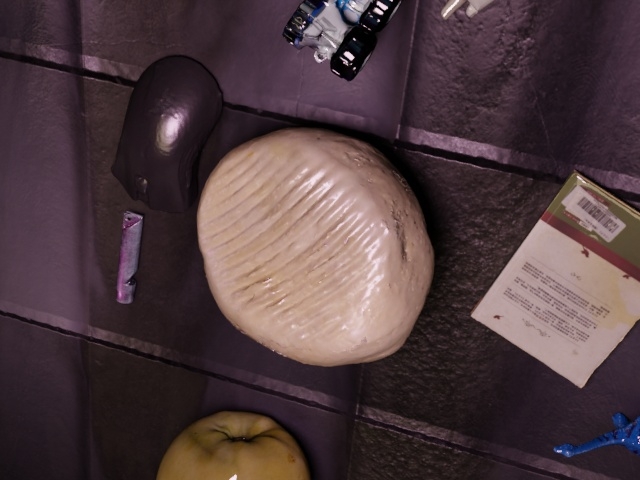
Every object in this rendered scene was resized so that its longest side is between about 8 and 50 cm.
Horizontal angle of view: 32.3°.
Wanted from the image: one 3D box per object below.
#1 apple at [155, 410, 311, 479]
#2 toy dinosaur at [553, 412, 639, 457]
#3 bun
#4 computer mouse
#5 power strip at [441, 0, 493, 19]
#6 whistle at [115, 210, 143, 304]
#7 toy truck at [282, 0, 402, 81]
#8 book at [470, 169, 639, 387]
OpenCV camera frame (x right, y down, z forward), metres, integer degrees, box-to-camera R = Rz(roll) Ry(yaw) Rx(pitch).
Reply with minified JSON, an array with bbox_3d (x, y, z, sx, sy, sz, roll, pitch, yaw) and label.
[{"bbox_3d":[-0.146,0.414,1.830,0.263,0.262,0.262,9,119,17],"label":"apple"},{"bbox_3d":[0.495,0.277,1.580,0.329,0.144,0.076,6,115,4],"label":"toy dinosaur"},{"bbox_3d":[0.000,0.000,1.569,0.362,0.234,0.326,35,118,20],"label":"bun"},{"bbox_3d":[-0.244,-0.149,1.671,0.147,0.088,0.264,25,126,11],"label":"computer mouse"},{"bbox_3d":[0.255,-0.358,1.351,0.288,0.093,0.053,-32,105,31],"label":"power strip"},{"bbox_3d":[-0.315,0.030,1.820,0.033,0.033,0.176,19,122,12],"label":"whistle"},{"bbox_3d":[0.054,-0.321,1.433,0.113,0.126,0.208,36,120,2],"label":"toy truck"},{"bbox_3d":[0.364,0.061,1.567,0.201,0.026,0.289,33,124,3],"label":"book"}]
